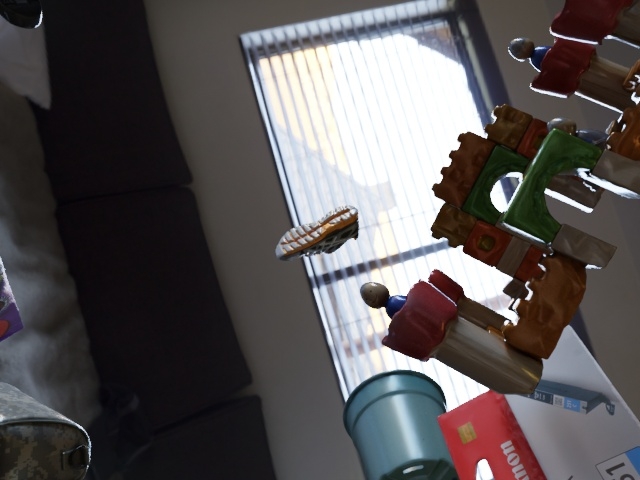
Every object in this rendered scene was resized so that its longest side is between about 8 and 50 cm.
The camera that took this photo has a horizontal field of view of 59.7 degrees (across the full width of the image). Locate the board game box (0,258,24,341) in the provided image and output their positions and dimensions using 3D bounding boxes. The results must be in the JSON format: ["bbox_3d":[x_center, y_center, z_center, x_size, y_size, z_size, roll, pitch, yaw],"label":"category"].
[{"bbox_3d":[-0.421,0.116,0.436,0.056,0.347,0.208,49,-33,7],"label":"board game box"}]

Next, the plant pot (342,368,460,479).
[{"bbox_3d":[0.257,0.620,1.653,0.334,0.342,0.340,-104,-178,-66],"label":"plant pot"}]

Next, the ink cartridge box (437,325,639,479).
[{"bbox_3d":[0.307,0.296,0.772,0.066,0.261,0.296,49,15,-35],"label":"ink cartridge box"}]

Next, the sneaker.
[{"bbox_3d":[0.000,0.000,1.279,0.084,0.215,0.083,55,-13,54],"label":"sneaker"}]

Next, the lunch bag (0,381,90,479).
[{"bbox_3d":[-0.571,0.351,0.944,0.305,0.256,0.212,5,-87,42],"label":"lunch bag"}]

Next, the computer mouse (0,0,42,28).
[{"bbox_3d":[-0.488,-0.412,0.809,0.041,0.071,0.242,-26,-84,43],"label":"computer mouse"}]

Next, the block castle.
[{"bbox_3d":[0.240,-0.066,0.677,0.213,0.453,0.303,28,8,14],"label":"block castle"}]
